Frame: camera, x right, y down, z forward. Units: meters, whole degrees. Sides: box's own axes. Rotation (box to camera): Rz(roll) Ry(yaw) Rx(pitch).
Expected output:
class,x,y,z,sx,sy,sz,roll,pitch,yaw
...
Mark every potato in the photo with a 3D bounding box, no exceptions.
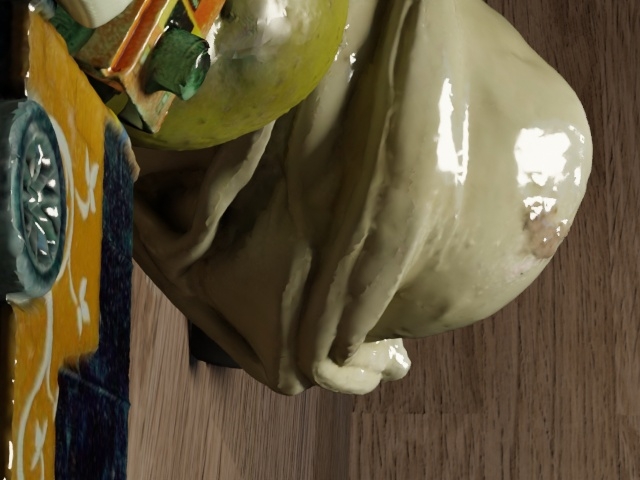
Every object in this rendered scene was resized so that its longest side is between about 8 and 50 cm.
class,x,y,z,sx,sy,sz,roll,pitch,yaw
potato,-0.094,-0.131,0.731,0.143,0.248,0.169,39,-64,45

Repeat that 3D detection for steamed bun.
class,x,y,z,sx,sy,sz,roll,pitch,yaw
steamed bun,-0.026,-0.065,0.929,0.219,0.310,0.324,3,51,-57

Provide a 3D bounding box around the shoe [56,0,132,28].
class,x,y,z,sx,sy,sz,roll,pitch,yaw
shoe,-0.112,-0.196,0.466,0.265,0.110,0.095,54,-7,7

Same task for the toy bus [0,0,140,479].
class,x,y,z,sx,sy,sz,roll,pitch,yaw
toy bus,-0.146,0.094,0.456,0.194,0.162,0.323,72,17,-76

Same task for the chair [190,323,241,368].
class,x,y,z,sx,sy,sz,roll,pitch,yaw
chair,-0.053,-0.009,1.282,0.145,0.140,0.221,-71,161,-57

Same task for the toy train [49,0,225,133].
class,x,y,z,sx,sy,sz,roll,pitch,yaw
toy train,-0.119,-0.112,0.557,0.099,0.188,0.072,-64,166,-16
